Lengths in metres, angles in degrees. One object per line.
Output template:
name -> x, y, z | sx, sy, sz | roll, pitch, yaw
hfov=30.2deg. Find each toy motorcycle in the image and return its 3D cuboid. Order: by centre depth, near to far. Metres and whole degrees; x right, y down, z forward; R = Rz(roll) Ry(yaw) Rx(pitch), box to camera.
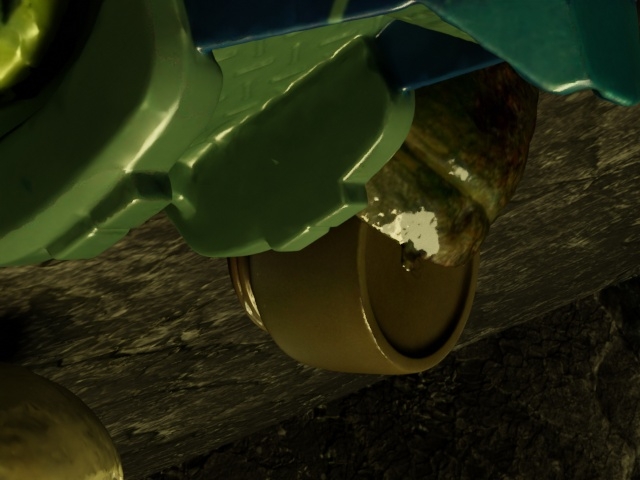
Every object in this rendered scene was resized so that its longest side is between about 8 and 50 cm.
toy motorcycle -> 0.007, -0.102, 0.437 | 0.326, 0.200, 0.191 | -31, 165, 29

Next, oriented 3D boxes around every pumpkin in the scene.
pumpkin -> 0.102, -0.075, 0.776 | 0.111, 0.163, 0.278 | -32, 166, 28

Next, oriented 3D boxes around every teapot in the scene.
teapot -> 0.000, 0.000, 0.899 | 0.175, 0.185, 0.268 | 0, 149, 34

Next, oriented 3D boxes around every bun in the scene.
bun -> -0.355, 0.223, 1.005 | 0.364, 0.202, 0.364 | -31, 168, -7

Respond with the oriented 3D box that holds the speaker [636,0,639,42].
speaker -> 0.264, -0.190, 0.885 | 0.082, 0.044, 0.218 | -12, 161, -44
